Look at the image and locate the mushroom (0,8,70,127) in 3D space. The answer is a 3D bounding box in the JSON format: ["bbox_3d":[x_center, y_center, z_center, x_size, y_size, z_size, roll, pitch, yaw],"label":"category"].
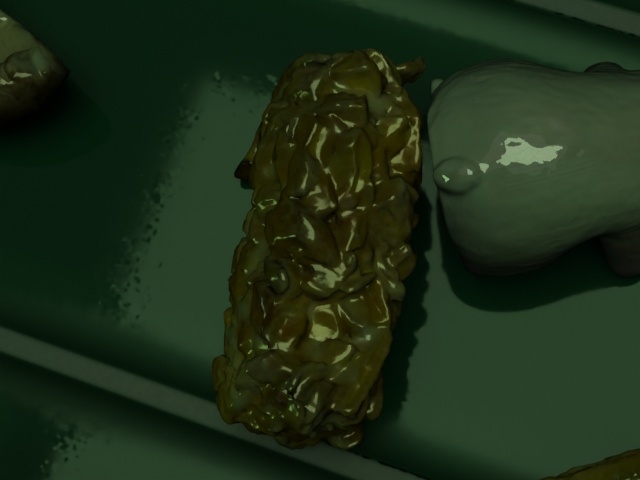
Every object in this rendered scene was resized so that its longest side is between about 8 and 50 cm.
[{"bbox_3d":[-0.257,-0.141,0.916,0.210,0.072,0.094,37,82,16],"label":"mushroom"}]

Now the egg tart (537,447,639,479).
[{"bbox_3d":[0.197,0.248,0.752,0.294,0.123,0.294,-1,81,6],"label":"egg tart"}]

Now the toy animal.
[{"bbox_3d":[0.201,-0.053,0.819,0.282,0.138,0.140,-8,84,-3],"label":"toy animal"}]

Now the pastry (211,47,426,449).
[{"bbox_3d":[0.000,0.000,0.827,0.102,0.154,0.250,10,79,-11],"label":"pastry"}]
